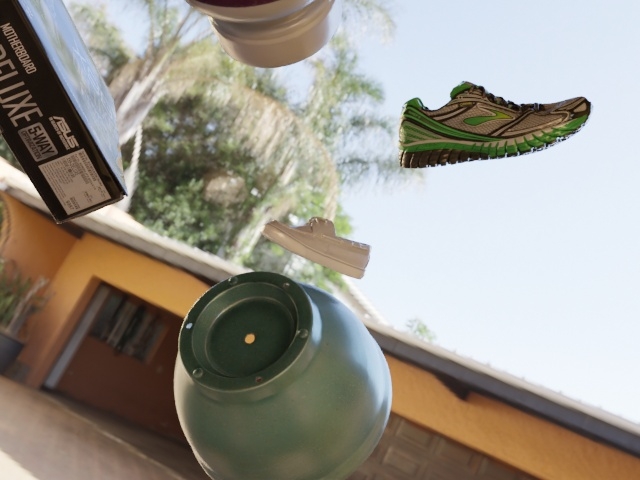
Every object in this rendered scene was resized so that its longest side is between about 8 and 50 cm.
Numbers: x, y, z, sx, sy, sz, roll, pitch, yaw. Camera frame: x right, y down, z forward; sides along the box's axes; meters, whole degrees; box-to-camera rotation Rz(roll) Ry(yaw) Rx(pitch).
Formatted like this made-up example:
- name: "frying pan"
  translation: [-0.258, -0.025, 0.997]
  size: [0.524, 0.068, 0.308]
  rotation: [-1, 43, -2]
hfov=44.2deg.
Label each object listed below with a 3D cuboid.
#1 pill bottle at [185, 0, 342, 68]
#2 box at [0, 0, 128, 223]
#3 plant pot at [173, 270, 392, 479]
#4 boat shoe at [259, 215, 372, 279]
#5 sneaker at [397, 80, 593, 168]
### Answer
- name: "pill bottle"
  translation: [-0.065, -0.286, 0.630]
  size: [0.169, 0.169, 0.302]
  rotation: [22, -24, 22]
- name: "box"
  translation: [-0.294, -0.204, 0.766]
  size: [0.242, 0.076, 0.308]
  rotation: [-115, -177, -53]
- name: "plant pot"
  translation: [-0.068, 0.163, 1.021]
  size: [0.293, 0.293, 0.196]
  rotation: [20, -29, 30]
- name: "boat shoe"
  translation: [0.000, 0.000, 1.097]
  size: [0.184, 0.063, 0.066]
  rotation: [24, -1, -29]
- name: "sneaker"
  translation: [0.295, -0.212, 1.373]
  size: [0.343, 0.147, 0.134]
  rotation: [-5, 7, 20]
